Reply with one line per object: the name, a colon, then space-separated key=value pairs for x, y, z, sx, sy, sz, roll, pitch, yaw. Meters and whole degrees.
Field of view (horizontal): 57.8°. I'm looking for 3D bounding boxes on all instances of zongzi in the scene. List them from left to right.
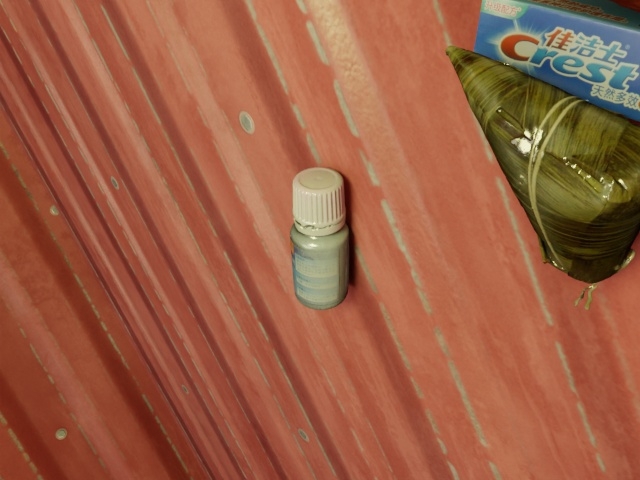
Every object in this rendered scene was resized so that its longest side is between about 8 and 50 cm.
zongzi: x=0.177 y=-0.054 z=0.475 sx=0.184 sy=0.084 sz=0.187 roll=44 pitch=170 yaw=30

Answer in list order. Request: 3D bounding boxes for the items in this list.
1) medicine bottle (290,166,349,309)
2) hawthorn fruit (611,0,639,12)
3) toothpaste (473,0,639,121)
medicine bottle: x=0.000 y=0.000 z=0.796 sx=0.083 sy=0.083 sz=0.203 roll=32 pitch=139 yaw=33
hawthorn fruit: x=0.188 y=-0.216 z=0.304 sx=0.251 sy=0.190 sz=0.189 roll=50 pitch=152 yaw=48
toothpaste: x=0.237 y=-0.121 z=0.409 sx=0.272 sy=0.053 sz=0.066 roll=33 pitch=140 yaw=34
